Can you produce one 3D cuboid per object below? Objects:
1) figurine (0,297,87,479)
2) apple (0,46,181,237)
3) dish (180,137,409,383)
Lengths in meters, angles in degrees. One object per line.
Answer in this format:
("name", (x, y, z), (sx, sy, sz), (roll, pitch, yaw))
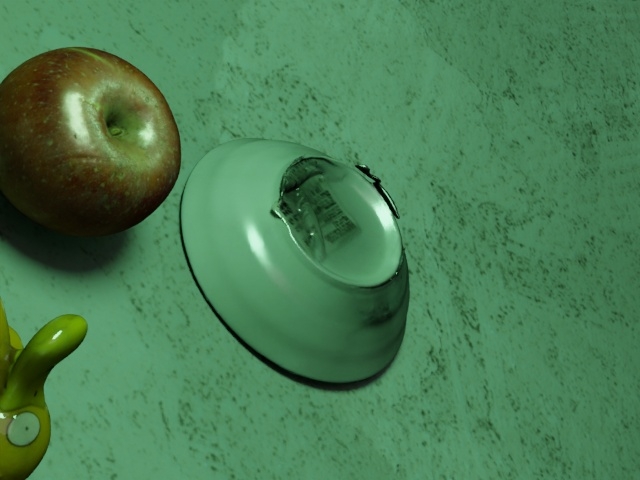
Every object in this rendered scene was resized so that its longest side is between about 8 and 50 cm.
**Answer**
("figurine", (-0.329, 0.109, 1.793), (0.228, 0.215, 0.215), (35, 41, 0))
("apple", (-0.248, -0.098, 2.033), (0.201, 0.162, 0.201), (19, 60, -38))
("dish", (0.000, 0.000, 2.221), (0.316, 0.106, 0.316), (23, 48, -29))
